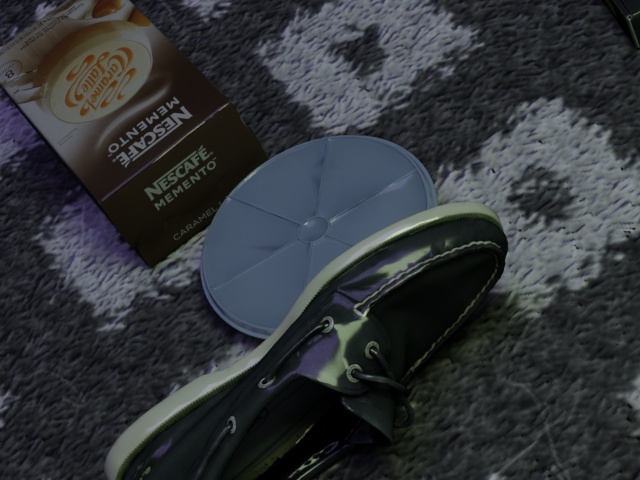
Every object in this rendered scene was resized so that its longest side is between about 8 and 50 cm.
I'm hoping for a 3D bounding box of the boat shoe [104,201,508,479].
[{"bbox_3d":[0.007,0.109,1.167,0.340,0.127,0.113,-34,49,0],"label":"boat shoe"}]

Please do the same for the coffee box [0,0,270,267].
[{"bbox_3d":[-0.168,-0.109,1.439,0.141,0.098,0.246,-39,48,-7],"label":"coffee box"}]

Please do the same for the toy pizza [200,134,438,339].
[{"bbox_3d":[0.000,0.000,1.319,0.201,0.032,0.201,-14,49,16],"label":"toy pizza"}]

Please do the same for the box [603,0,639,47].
[{"bbox_3d":[0.303,-0.268,1.378,0.191,0.045,0.184,-27,45,5],"label":"box"}]
